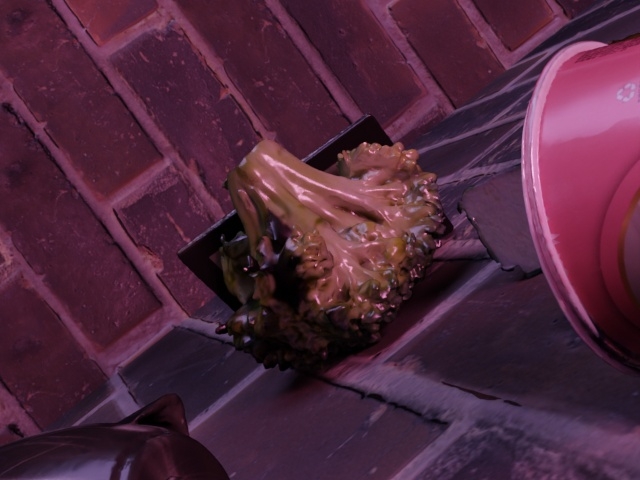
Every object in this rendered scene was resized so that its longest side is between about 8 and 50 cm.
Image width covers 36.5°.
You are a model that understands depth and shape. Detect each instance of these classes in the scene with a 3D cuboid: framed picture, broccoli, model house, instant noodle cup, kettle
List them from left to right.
[{"bbox_3d":[-0.212,0.293,0.784,0.324,0.228,0.321,-27,37,30],"label":"kettle"},{"bbox_3d":[-0.007,-0.001,1.258,0.348,0.281,0.293,-45,4,8],"label":"broccoli"},{"bbox_3d":[0.000,0.000,1.437,0.347,0.265,0.016,-36,37,9],"label":"framed picture"},{"bbox_3d":[0.258,-0.049,1.061,0.148,0.119,0.149,-30,2,42],"label":"model house"},{"bbox_3d":[0.287,-0.047,0.569,0.255,0.244,0.244,-16,20,46],"label":"instant noodle cup"}]

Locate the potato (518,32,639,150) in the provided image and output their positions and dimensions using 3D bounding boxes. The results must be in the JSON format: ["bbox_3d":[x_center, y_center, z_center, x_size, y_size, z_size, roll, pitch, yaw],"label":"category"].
[{"bbox_3d":[0.382,-0.193,1.340,0.251,0.113,0.149,-34,11,8],"label":"potato"}]
